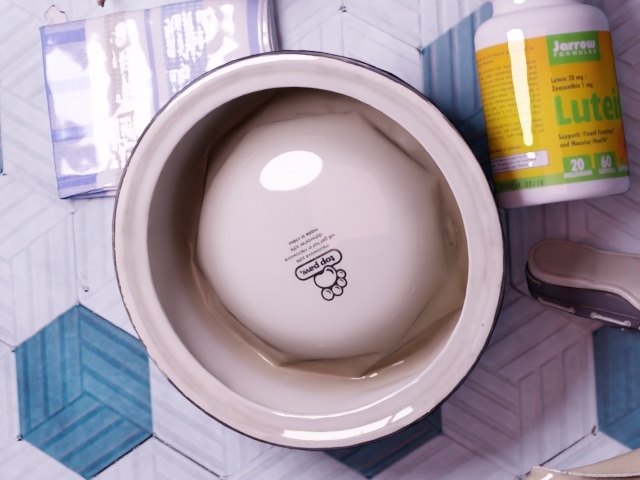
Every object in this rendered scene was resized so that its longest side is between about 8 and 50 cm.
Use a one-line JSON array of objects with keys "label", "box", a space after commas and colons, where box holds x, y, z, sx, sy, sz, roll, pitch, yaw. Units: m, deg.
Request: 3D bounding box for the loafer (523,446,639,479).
[{"label": "loafer", "box": [0.334, 0.242, 1.707, 0.269, 0.102, 0.092, 3, 77, 3]}]

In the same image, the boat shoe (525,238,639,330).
[{"label": "boat shoe", "box": [0.310, 0.056, 1.732, 0.206, 0.075, 0.065, 17, 140, 10]}]

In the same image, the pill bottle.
[{"label": "pill bottle", "box": [0.228, -0.160, 1.694, 0.136, 0.136, 0.245, -8, 90, 17]}]

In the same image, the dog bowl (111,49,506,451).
[{"label": "dog bowl", "box": [0.000, 0.000, 1.740, 0.408, 0.150, 0.407, 3, 102, 15]}]

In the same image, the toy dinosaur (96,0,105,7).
[{"label": "toy dinosaur", "box": [-0.168, -0.372, 1.817, 0.200, 0.127, 0.295, -9, 78, 10]}]

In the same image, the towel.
[{"label": "towel", "box": [-0.174, -0.157, 1.869, 0.285, 0.034, 0.209, -5, 90, 17]}]
